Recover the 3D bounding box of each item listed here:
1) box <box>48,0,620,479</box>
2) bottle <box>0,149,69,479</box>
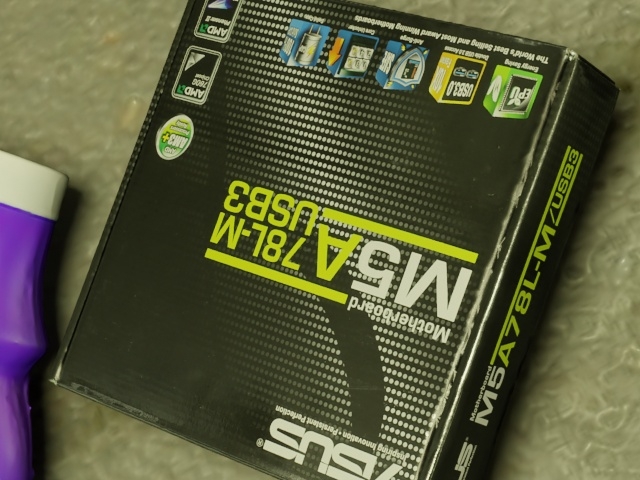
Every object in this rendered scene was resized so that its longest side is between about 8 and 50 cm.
[{"bbox_3d":[0.000,0.000,0.726,0.190,0.045,0.184,19,84,37],"label":"box"},{"bbox_3d":[-0.180,0.095,0.762,0.118,0.092,0.283,19,88,-14],"label":"bottle"}]
